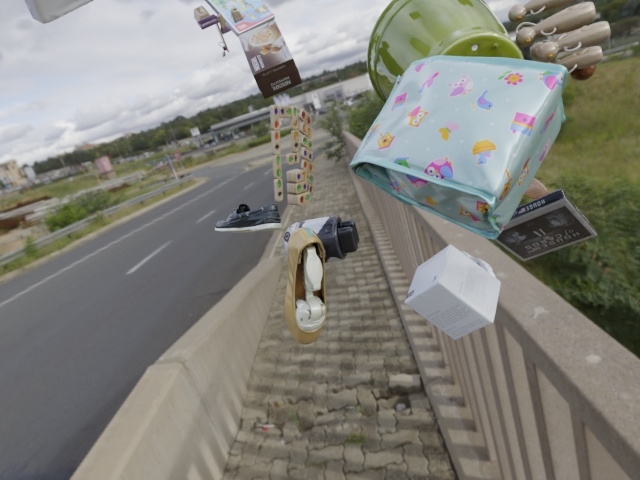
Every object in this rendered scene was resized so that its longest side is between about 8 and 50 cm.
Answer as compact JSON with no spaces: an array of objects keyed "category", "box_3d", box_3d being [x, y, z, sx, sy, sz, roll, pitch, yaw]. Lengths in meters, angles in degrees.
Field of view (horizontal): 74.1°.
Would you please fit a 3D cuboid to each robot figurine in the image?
[{"category":"robot figurine","box_3d":[-0.001,-0.001,1.578,0.277,0.174,0.209,-9,-13,17]}]

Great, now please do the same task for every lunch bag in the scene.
[{"category":"lunch bag","box_3d":[0.196,-0.158,0.655,0.262,0.160,0.224,27,84,34]}]

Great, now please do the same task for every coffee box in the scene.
[{"category":"coffee box","box_3d":[-0.168,-0.598,1.397,0.141,0.098,0.247,-22,56,3]}]

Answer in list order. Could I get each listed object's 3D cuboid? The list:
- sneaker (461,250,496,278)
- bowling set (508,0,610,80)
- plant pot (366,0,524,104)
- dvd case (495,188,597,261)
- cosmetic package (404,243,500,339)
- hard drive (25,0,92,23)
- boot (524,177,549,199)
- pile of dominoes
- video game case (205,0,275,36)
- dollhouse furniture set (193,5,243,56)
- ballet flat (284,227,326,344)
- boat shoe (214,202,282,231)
[{"category":"sneaker","box_3d":[0.545,0.105,1.426,0.115,0.091,0.232,19,17,-11]},{"category":"bowling set","box_3d":[0.536,-0.425,0.962,0.154,0.200,0.287,-13,41,27]},{"category":"plant pot","box_3d":[0.324,-0.432,1.071,0.365,0.367,0.353,-16,35,7]},{"category":"dvd case","box_3d":[0.504,-0.025,0.976,0.179,0.238,0.030,-28,52,36]},{"category":"cosmetic package","box_3d":[0.362,0.143,1.163,0.151,0.183,0.152,-47,8,50]},{"category":"hard drive","box_3d":[-0.446,-0.559,0.697,0.040,0.319,0.210,29,58,12]},{"category":"boot","box_3d":[0.445,-0.120,0.951,0.042,0.118,0.087,-57,-15,5]},{"category":"pile of dominoes","box_3d":[-0.055,-0.222,1.109,0.040,0.252,0.196,8,19,27]},{"category":"video game case","box_3d":[-0.353,-0.980,1.739,0.204,0.285,0.025,-41,-2,-26]},{"category":"dollhouse furniture set","box_3d":[-0.219,-0.463,0.926,0.090,0.081,0.114,-29,52,-8]},{"category":"ballet flat","box_3d":[-0.024,0.095,0.763,0.079,0.233,0.073,-11,18,-22]},{"category":"boat shoe","box_3d":[-0.288,-0.090,1.657,0.339,0.113,0.127,-2,-1,42]}]
